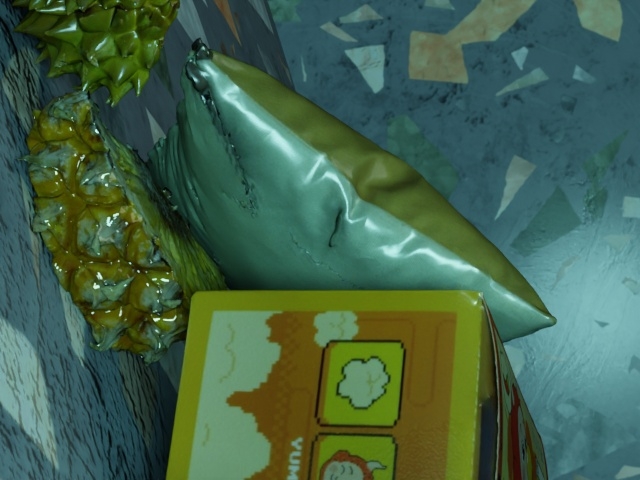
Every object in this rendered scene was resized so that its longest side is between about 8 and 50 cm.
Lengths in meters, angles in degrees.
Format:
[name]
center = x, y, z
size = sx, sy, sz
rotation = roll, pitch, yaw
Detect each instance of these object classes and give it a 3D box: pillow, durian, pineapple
[pillow]
center = 0.000, 0.000, 1.077
size = 0.312, 0.119, 0.310
rotation = 38, -22, -3
[durian]
center = -0.172, -0.205, 1.021
size = 0.260, 0.154, 0.186
rotation = -108, -162, -56
[pineapple]
center = -0.131, 0.018, 0.983
size = 0.233, 0.079, 0.135
rotation = 59, 8, -43

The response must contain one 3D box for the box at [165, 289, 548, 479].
[box]
center = 0.036, 0.203, 0.974
size = 0.283, 0.214, 0.259
rotation = 58, 34, -60
